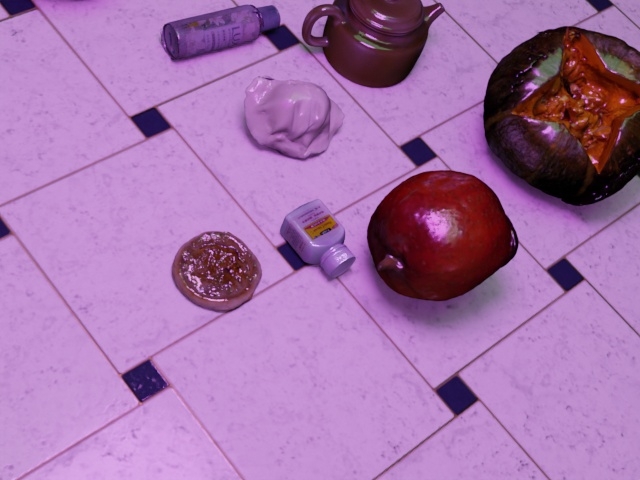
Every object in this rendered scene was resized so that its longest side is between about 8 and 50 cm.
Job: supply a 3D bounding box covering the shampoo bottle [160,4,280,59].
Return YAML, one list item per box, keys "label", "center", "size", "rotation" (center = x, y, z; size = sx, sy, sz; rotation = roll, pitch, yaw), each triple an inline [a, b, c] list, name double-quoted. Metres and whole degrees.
- label: "shampoo bottle"
  center: [-0.172, -0.375, 1.831]
  size: [0.214, 0.072, 0.072]
  rotation: [-20, 65, -28]

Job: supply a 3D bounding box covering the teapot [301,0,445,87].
- label: "teapot"
  center: [0.096, -0.397, 1.867]
  size: [0.268, 0.175, 0.185]
  rotation: [-7, 57, -21]

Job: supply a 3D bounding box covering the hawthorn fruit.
- label: "hawthorn fruit"
  center: [0.170, 0.000, 1.601]
  size: [0.250, 0.215, 0.215]
  rotation: [-34, 72, -34]

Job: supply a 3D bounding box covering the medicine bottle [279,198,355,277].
- label: "medicine bottle"
  center: [0.000, 0.000, 1.637]
  size: [0.074, 0.055, 0.118]
  rotation: [-27, 69, -32]

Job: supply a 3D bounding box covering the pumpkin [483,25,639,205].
- label: "pumpkin"
  center: [0.443, -0.226, 1.819]
  size: [0.320, 0.192, 0.320]
  rotation: [0, 82, -3]

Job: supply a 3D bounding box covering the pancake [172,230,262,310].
- label: "pancake"
  center: [-0.156, 0.046, 1.577]
  size: [0.139, 0.022, 0.139]
  rotation: [8, 56, -12]

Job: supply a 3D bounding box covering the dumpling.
- label: "dumpling"
  center: [-0.043, -0.205, 1.742]
  size: [0.188, 0.108, 0.127]
  rotation: [13, 76, -29]
